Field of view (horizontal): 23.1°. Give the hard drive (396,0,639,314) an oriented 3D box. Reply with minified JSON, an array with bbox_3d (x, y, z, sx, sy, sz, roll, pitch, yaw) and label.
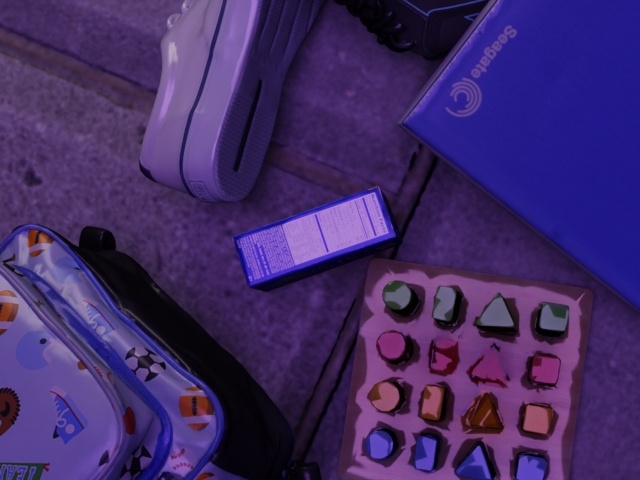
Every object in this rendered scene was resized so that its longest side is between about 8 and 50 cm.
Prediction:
[{"bbox_3d":[0.241,-0.064,1.054,0.319,0.040,0.210,38,89,-6],"label":"hard drive"}]

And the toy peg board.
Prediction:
[{"bbox_3d":[0.098,0.099,1.078,0.161,0.079,0.160,8,85,9],"label":"toy peg board"}]

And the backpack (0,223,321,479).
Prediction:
[{"bbox_3d":[-0.184,0.150,1.013,0.276,0.213,0.263,43,103,34],"label":"backpack"}]

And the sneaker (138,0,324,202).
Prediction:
[{"bbox_3d":[-0.067,-0.155,1.123,0.091,0.094,0.258,12,75,30],"label":"sneaker"}]

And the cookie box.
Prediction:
[{"bbox_3d":[0.000,0.000,1.095,0.107,0.092,0.040,-19,85,4],"label":"cookie box"}]

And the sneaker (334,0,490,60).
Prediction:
[{"bbox_3d":[0.055,-0.180,1.070,0.267,0.101,0.106,9,102,-20],"label":"sneaker"}]
